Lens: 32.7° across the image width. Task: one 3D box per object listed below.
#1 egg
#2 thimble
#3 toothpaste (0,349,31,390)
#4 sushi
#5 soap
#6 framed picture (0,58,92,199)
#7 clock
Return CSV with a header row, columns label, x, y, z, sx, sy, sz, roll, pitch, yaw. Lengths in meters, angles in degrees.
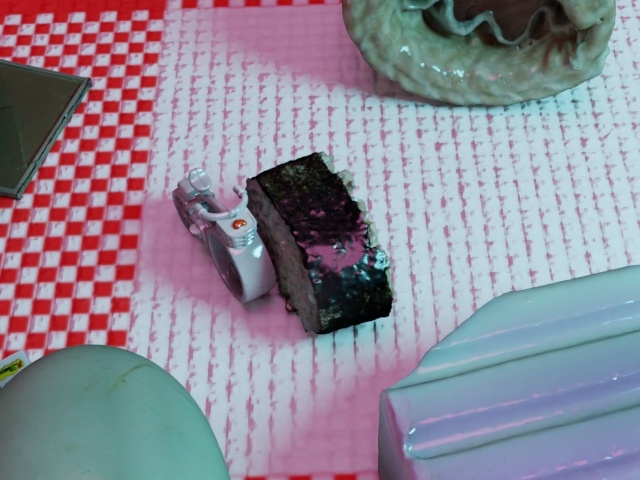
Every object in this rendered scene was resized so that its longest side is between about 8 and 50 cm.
label,x,y,z,sx,sy,sz,roll,pitch,yaw
egg,-0.135,0.166,0.657,0.168,0.168,0.231,-9,48,-5
thimble,0.135,-0.229,0.937,0.229,0.196,0.148,2,51,6
toothpaste,-0.271,0.138,0.768,0.164,0.034,0.046,-29,57,-19
sushi,0.000,0.000,0.833,0.078,0.090,0.150,-17,51,-16
soap,0.202,0.120,0.718,0.324,0.109,0.193,-13,53,-7
framed picture,-0.284,-0.104,0.974,0.109,0.011,0.149,13,54,13
clock,-0.079,-0.012,0.851,0.041,0.087,0.129,-27,48,-18
